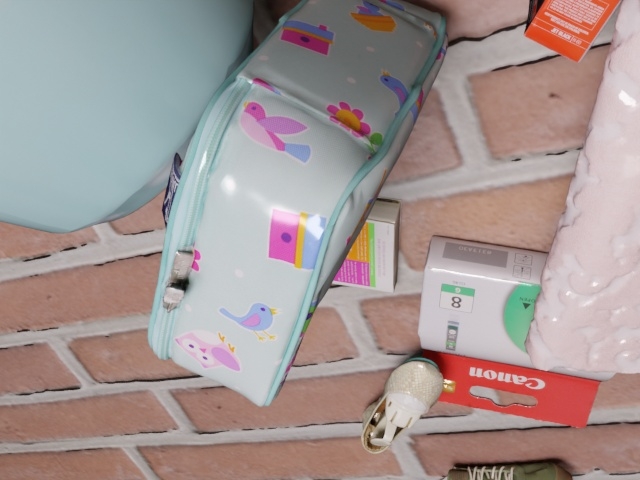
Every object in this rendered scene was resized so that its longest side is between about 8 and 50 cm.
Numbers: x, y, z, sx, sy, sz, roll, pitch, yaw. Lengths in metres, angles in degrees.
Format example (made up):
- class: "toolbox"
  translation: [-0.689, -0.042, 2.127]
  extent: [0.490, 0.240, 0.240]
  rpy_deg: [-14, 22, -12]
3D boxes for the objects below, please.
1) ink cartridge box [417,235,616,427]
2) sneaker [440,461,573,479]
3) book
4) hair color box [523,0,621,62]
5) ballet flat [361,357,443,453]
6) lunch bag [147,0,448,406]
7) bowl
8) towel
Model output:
- class: "ink cartridge box"
  translation: [0.182, 0.108, 0.716]
  extent: [0.181, 0.056, 0.224]
  rpy_deg: [9, 128, 12]
- class: "sneaker"
  translation: [0.180, 0.286, 0.848]
  extent: [0.086, 0.064, 0.192]
  rpy_deg: [34, 133, -15]
- class: "book"
  translation: [0.000, 0.000, 0.705]
  extent: [0.144, 0.035, 0.096]
  rpy_deg: [9, 133, 12]
- class: "hair color box"
  translation: [0.181, -0.189, 0.466]
  extent: [0.043, 0.072, 0.141]
  rpy_deg: [26, 130, -2]
- class: "ballet flat"
  translation: [0.082, 0.178, 0.783]
  extent: [0.057, 0.052, 0.168]
  rpy_deg: [20, 144, -1]
- class: "lunch bag"
  translation: [-0.017, -0.037, 0.517]
  extent: [0.108, 0.279, 0.224]
  rpy_deg: [27, 133, 2]
- class: "bowl"
  translation: [-0.163, -0.127, 0.505]
  extent: [0.311, 0.311, 0.163]
  rpy_deg: [-26, 130, 33]
- class: "towel"
  translation: [0.327, -0.024, 0.516]
  extent: [0.317, 0.053, 0.331]
  rpy_deg: [4, 127, 0]
